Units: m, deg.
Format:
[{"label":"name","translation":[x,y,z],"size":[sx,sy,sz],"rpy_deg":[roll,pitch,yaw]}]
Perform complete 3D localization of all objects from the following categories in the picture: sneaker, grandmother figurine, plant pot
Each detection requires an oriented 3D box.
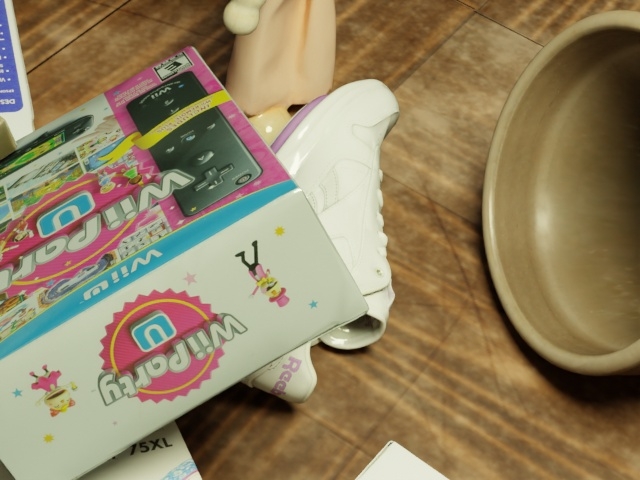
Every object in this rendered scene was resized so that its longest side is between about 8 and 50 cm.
[{"label":"sneaker","translation":[0.000,0.000,1.071],"size":[0.152,0.114,0.305],"rpy_deg":[34,52,0]},{"label":"grandmother figurine","translation":[-0.020,-0.241,1.108],"size":[0.104,0.342,0.208],"rpy_deg":[10,47,-1]},{"label":"plant pot","translation":[0.288,-0.026,1.060],"size":[0.229,0.263,0.263],"rpy_deg":[6,44,-29]}]

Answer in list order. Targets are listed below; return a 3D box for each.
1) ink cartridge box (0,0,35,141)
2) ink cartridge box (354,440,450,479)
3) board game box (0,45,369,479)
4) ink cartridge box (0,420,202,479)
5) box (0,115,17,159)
[{"label":"ink cartridge box","translation":[-0.339,-0.160,1.164],"size":[0.175,0.069,0.371],"rpy_deg":[-5,46,-16]},{"label":"ink cartridge box","translation":[0.057,0.206,0.840],"size":[0.109,0.150,0.063],"rpy_deg":[33,50,19]},{"label":"board game box","translation":[-0.126,0.002,0.906],"size":[0.224,0.097,0.303],"rpy_deg":[-30,29,-3]},{"label":"ink cartridge box","translation":[-0.140,0.175,0.862],"size":[0.134,0.078,0.231],"rpy_deg":[-12,42,-21]},{"label":"box","translation":[-0.334,-0.096,1.021],"size":[0.136,0.036,0.225],"rpy_deg":[-37,52,-17]}]
